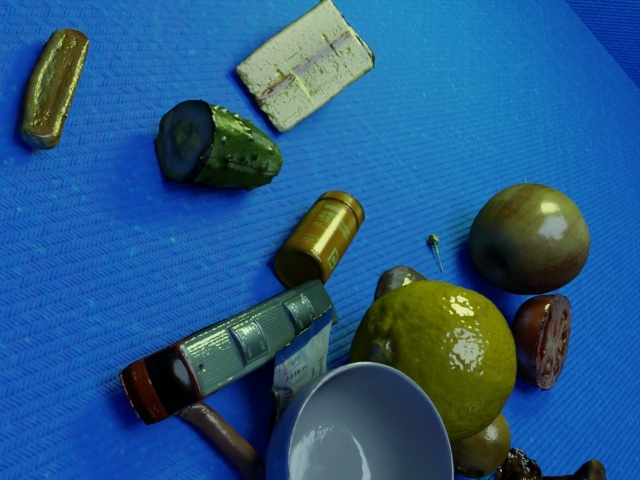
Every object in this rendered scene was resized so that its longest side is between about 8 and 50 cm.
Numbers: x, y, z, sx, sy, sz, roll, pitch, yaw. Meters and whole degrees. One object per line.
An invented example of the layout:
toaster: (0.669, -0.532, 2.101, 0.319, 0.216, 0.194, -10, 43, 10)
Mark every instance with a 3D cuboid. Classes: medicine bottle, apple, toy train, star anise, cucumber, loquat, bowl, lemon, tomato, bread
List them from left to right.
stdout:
cucumber: (-0.138, -0.140, 1.339, 0.244, 0.134, 0.134, 7, 63, -53)
toy train: (-0.109, 0.144, 1.186, 0.409, 0.089, 0.086, -21, 84, -58)
bread: (-0.054, -0.324, 1.617, 0.264, 0.163, 0.168, -39, 101, -21)
medicine bottle: (0.000, 0.000, 1.425, 0.096, 0.096, 0.192, 52, 38, -13)
bowl: (0.037, 0.325, 1.189, 0.287, 0.144, 0.287, 12, 68, -32)
lemon: (0.184, 0.199, 1.379, 0.293, 0.293, 0.293, 28, 48, -37)
loquat: (0.270, 0.352, 1.494, 0.141, 0.141, 0.141, 28, 48, -37)
apple: (0.452, 0.006, 1.839, 0.234, 0.257, 0.257, -39, 100, -30)
tomato: (0.476, 0.215, 1.828, 0.225, 0.085, 0.225, -11, 104, -54)
star anise: (0.405, 0.466, 1.487, 0.148, 0.346, 0.237, -8, 65, -17)

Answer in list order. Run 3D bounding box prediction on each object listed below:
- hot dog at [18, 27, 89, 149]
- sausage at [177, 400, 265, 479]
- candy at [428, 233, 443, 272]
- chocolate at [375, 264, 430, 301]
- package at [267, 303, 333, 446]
hot dog: (-0.372, -0.212, 1.159, 0.066, 0.047, 0.216, 20, 52, -24)
sausage: (-0.133, 0.271, 1.145, 0.158, 0.036, 0.042, 48, 27, -17)
candy: (0.246, 0.027, 1.769, 0.023, 0.025, 0.083, -17, 93, -65)
chocolate: (0.217, 0.149, 1.602, 0.254, 0.080, 0.157, 43, 40, -23)
package: (-0.026, 0.200, 1.250, 0.171, 0.027, 0.173, -33, 132, -53)
